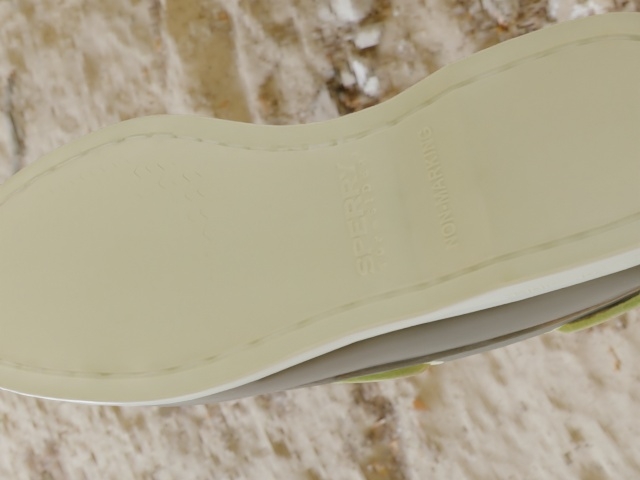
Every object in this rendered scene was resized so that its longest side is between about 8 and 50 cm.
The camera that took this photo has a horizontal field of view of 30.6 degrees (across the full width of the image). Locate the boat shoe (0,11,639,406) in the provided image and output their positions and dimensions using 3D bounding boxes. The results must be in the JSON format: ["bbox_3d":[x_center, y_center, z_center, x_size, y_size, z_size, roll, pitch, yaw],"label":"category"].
[{"bbox_3d":[0.000,0.004,0.428,0.305,0.091,0.109,-13,69,19],"label":"boat shoe"}]
